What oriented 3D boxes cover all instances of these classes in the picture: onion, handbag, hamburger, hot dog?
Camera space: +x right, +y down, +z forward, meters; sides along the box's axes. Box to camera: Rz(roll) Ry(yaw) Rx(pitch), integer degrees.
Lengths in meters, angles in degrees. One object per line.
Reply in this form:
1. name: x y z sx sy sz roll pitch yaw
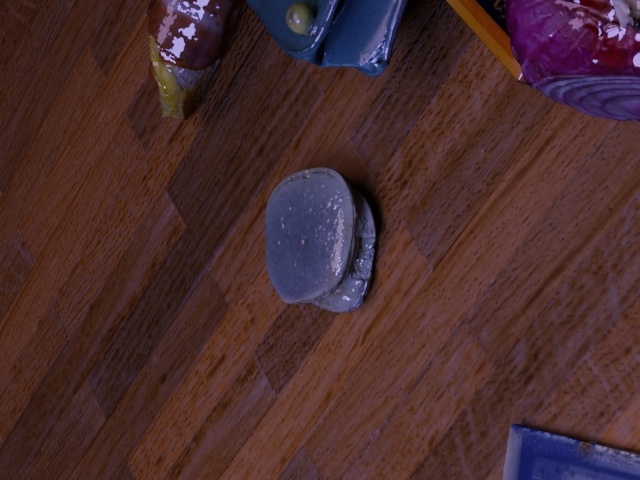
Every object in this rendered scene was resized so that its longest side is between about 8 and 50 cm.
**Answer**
1. onion: 0.262 -0.208 1.432 0.230 0.272 0.256 30 76 39
2. handbag: 0.012 -0.307 1.792 0.269 0.100 0.274 -71 25 17
3. hamburger: 0.000 0.000 1.854 0.133 0.062 0.140 -4 80 46
4. hot dog: -0.133 -0.246 1.995 0.093 0.123 0.262 27 109 3

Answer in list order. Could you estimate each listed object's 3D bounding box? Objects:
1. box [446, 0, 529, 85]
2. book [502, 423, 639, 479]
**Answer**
1. box: 0.216 -0.289 1.621 0.274 0.076 0.174 -59 45 27
2. book: 0.258 0.288 1.547 0.322 0.018 0.228 11 93 50
